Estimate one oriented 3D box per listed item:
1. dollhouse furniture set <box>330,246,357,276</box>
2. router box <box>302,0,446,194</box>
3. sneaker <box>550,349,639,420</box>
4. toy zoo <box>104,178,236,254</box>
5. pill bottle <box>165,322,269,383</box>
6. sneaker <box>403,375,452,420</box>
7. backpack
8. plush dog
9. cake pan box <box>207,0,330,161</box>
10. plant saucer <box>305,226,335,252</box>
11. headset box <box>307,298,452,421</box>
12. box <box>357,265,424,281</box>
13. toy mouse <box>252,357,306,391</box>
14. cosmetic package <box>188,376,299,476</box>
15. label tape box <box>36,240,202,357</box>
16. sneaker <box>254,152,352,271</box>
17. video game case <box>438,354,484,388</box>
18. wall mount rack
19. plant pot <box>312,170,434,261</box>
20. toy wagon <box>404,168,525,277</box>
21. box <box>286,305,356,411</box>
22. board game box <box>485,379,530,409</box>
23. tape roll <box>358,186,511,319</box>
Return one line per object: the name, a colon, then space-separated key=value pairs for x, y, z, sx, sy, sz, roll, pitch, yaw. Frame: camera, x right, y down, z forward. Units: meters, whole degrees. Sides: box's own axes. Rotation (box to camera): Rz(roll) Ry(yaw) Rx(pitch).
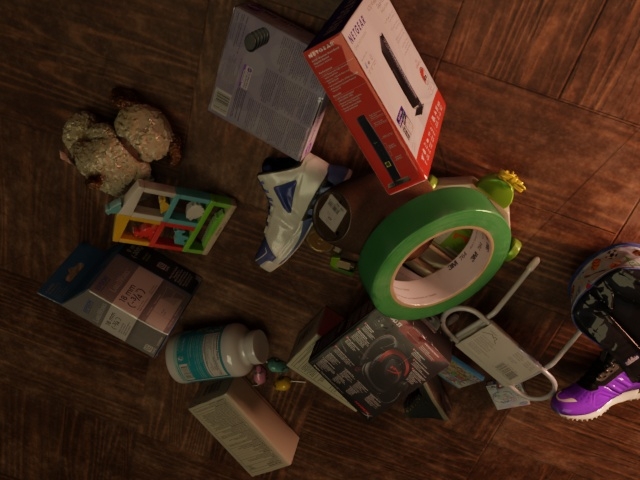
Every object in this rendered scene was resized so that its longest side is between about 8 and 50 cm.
dollhouse furniture set: x=0.065 y=0.021 z=1.785 sx=0.058 sy=0.076 sz=0.152 roll=17 pitch=136 yaw=7
router box: x=0.117 y=-0.295 z=1.396 sx=0.082 sy=0.335 sz=0.301 roll=-22 pitch=115 yaw=28
sneaker: x=0.674 y=0.317 z=1.763 sx=0.293 sy=0.102 sz=0.146 roll=-17 pitch=110 yaw=-9
toy zoo: x=-0.373 y=-0.054 z=1.787 sx=0.293 sy=0.030 sz=0.192 roll=10 pitch=134 yaw=-31
pill bottle: x=-0.277 y=0.305 z=2.024 sx=0.264 sy=0.146 sz=0.146 roll=-11 pitch=119 yaw=21
sneaker: x=0.262 y=0.413 z=1.968 sx=0.118 sy=0.083 sz=0.222 roll=-10 pitch=132 yaw=23
backpack: x=0.677 y=0.128 z=1.604 sx=0.263 sy=0.213 sz=0.276 roll=28 pitch=120 yaw=-14
plush dog: x=-0.447 y=-0.220 z=1.715 sx=0.225 sy=0.210 sz=0.262 roll=-42 pitch=109 yaw=6
cake pan box: x=-0.098 y=-0.329 z=1.572 sx=0.245 sy=0.070 sz=0.267 roll=30 pitch=126 yaw=12
plant saucer: x=0.000 y=0.000 z=1.823 sx=0.083 sy=0.015 sz=0.083 roll=8 pitch=125 yaw=11
headset box: x=0.153 y=0.256 z=1.757 sx=0.218 sy=0.110 sz=0.293 roll=45 pitch=113 yaw=-8
box: x=0.187 y=0.095 z=1.789 sx=0.178 sy=0.042 sz=0.109 roll=30 pitch=161 yaw=-6
toy mouse: x=-0.145 y=0.376 z=2.105 sx=0.161 sy=0.031 sz=0.143 roll=-18 pitch=116 yaw=25
cosmetic package: x=-0.222 y=0.538 z=2.186 sx=0.160 sy=0.113 sz=0.309 roll=-25 pitch=114 yaw=28
label tape box: x=-0.504 y=0.115 z=1.900 sx=0.333 sy=0.241 sz=0.106 roll=30 pitch=126 yaw=-6
sneaker: x=-0.083 y=-0.096 z=1.728 sx=0.182 sy=0.127 sz=0.315 roll=36 pitch=118 yaw=-5
video game case: x=0.334 y=0.329 z=1.889 sx=0.119 sy=0.015 sz=0.166 roll=33 pitch=160 yaw=0
wall mount rack: x=0.468 y=0.216 z=1.778 sx=0.350 sy=0.130 sz=0.304 roll=41 pitch=127 yaw=-13
plant pot: x=0.098 y=-0.055 z=1.577 sx=0.215 sy=0.230 sz=0.215 roll=2 pitch=93 yaw=43
toy wagon: x=0.323 y=-0.041 z=1.676 sx=0.267 sy=0.068 sz=0.344 roll=36 pitch=124 yaw=-10
box: x=0.054 y=0.309 z=1.946 sx=0.232 sy=0.127 sz=0.148 roll=35 pitch=123 yaw=-9
board game box: x=0.492 y=0.400 z=1.952 sx=0.090 sy=0.020 sz=0.090 roll=-16 pitch=117 yaw=24
tape roll: x=0.238 y=0.033 z=1.553 sx=0.321 sy=0.077 sz=0.321 roll=-16 pitch=140 yaw=-14
